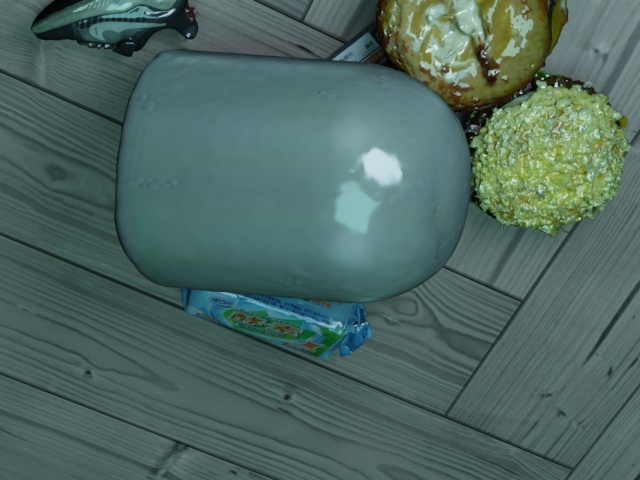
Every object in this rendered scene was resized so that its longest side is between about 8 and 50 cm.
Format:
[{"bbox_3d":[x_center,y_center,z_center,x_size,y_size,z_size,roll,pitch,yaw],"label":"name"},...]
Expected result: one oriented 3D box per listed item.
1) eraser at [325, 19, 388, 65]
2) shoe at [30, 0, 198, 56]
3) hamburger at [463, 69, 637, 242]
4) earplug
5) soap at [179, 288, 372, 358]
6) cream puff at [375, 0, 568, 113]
[{"bbox_3d":[0.058,-0.252,1.438,0.122,0.029,0.052,-35,112,18],"label":"eraser"},{"bbox_3d":[-0.263,-0.290,1.394,0.228,0.099,0.112,-19,124,11],"label":"shoe"},{"bbox_3d":[0.298,-0.109,1.447,0.243,0.138,0.261,23,116,-11],"label":"hamburger"},{"bbox_3d":[-0.016,-0.074,1.316,0.394,0.312,0.312,6,120,20],"label":"earplug"},{"bbox_3d":[-0.069,0.096,1.566,0.293,0.077,0.156,19,155,-9],"label":"soap"},{"bbox_3d":[0.191,-0.286,1.343,0.240,0.164,0.240,6,117,12],"label":"cream puff"}]
